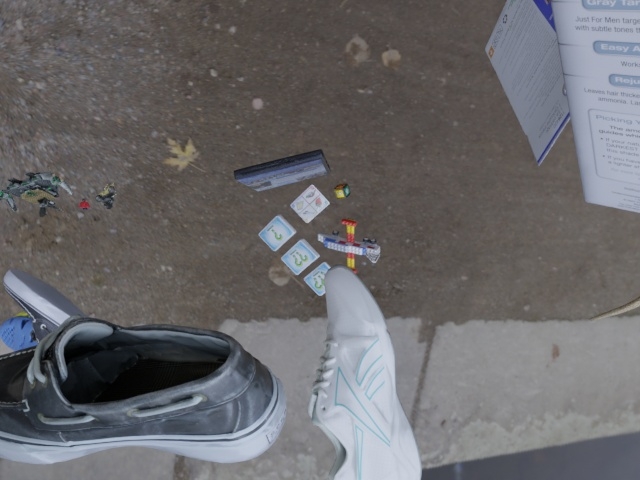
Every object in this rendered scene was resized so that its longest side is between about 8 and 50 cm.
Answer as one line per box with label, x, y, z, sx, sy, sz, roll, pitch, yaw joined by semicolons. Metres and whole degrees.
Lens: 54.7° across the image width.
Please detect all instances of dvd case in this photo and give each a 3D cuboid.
dvd case;-0.073;-0.146;1.323;0.180;0.253;0.022;-14;88;4

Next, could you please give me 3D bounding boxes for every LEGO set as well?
LEGO set;-0.187;-0.037;0.435;0.083;0.054;0.023;5;64;-44
LEGO set;0.000;0.000;1.170;0.182;0.244;0.060;47;40;-4

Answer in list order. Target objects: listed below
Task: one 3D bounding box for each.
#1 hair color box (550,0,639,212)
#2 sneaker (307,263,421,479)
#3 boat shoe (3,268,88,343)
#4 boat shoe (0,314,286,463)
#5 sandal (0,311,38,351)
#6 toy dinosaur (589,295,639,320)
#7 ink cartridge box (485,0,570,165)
hair color box;0.334;-0.166;0.567;0.114;0.185;0.374;-59;141;-18
sneaker;0.019;0.091;0.405;0.061;0.054;0.152;-12;83;-8
boat shoe;-0.381;0.135;0.910;0.228;0.080;0.076;39;87;-7
boat shoe;-0.194;0.116;0.546;0.335;0.121;0.119;-6;128;17
sandal;-0.558;0.252;1.258;0.138;0.317;0.126;-42;144;-39
toy dinosaur;0.219;-0.020;0.318;0.183;0.053;0.092;-52;155;2
ink cartridge box;0.376;-0.326;0.948;0.072;0.307;0.304;0;142;-15
